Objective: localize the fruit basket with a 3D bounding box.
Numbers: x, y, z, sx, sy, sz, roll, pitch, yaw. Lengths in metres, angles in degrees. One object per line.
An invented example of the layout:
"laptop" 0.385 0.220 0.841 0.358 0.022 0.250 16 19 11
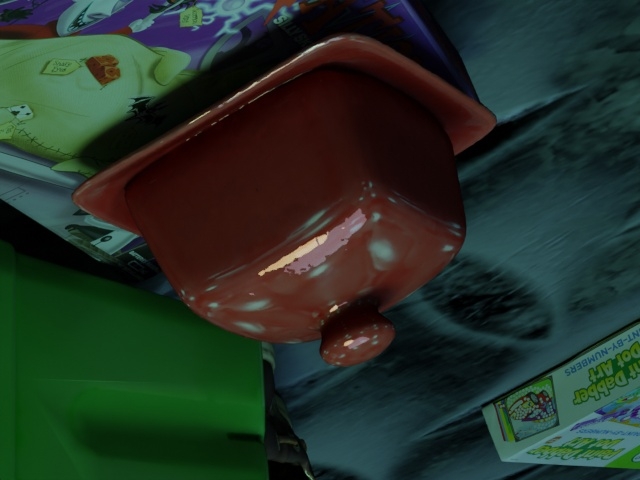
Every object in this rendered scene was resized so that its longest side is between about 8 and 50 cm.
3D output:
"fruit basket" -0.208 0.189 0.904 0.392 0.392 0.283 -12 158 -19

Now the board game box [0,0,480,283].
"board game box" -0.067 -0.083 0.799 0.208 0.056 0.347 -28 156 10

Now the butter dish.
"butter dish" 0.000 0.000 0.830 0.160 0.118 0.160 -28 156 21

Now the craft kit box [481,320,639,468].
"craft kit box" 0.301 0.116 1.549 0.247 0.061 0.250 -31 155 32

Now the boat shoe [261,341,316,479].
"boat shoe" -0.062 0.161 1.258 0.123 0.123 0.342 -15 157 -10
